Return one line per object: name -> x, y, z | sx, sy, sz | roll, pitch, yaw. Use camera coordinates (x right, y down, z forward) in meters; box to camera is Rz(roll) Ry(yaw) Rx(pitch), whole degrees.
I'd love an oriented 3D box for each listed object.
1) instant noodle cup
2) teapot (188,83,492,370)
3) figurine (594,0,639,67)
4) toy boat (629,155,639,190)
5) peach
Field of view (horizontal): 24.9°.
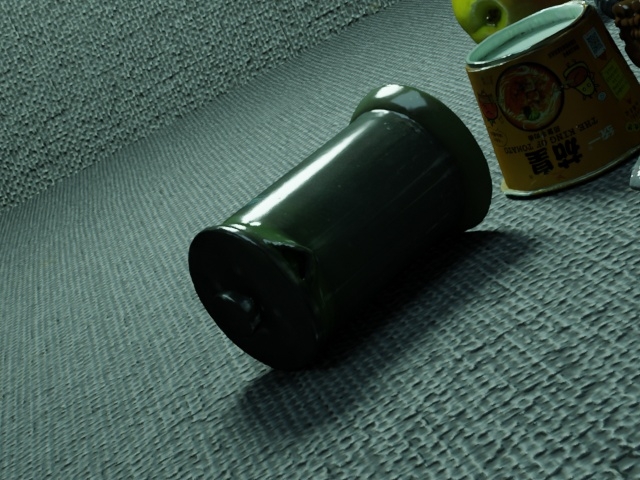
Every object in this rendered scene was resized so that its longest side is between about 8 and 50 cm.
instant noodle cup -> 0.281, -0.175, 1.738 | 0.215, 0.172, 0.216 | -26, 15, 8
teapot -> 0.000, 0.000, 1.628 | 0.337, 0.200, 0.270 | -39, 5, -34
figurine -> 0.538, -0.291, 1.675 | 0.381, 0.186, 0.261 | -24, 23, -10
toy boat -> 0.392, -0.080, 1.511 | 0.122, 0.034, 0.096 | -4, 26, 38
peach -> 0.338, -0.426, 2.469 | 0.231, 0.231, 0.231 | -26, 14, 7
